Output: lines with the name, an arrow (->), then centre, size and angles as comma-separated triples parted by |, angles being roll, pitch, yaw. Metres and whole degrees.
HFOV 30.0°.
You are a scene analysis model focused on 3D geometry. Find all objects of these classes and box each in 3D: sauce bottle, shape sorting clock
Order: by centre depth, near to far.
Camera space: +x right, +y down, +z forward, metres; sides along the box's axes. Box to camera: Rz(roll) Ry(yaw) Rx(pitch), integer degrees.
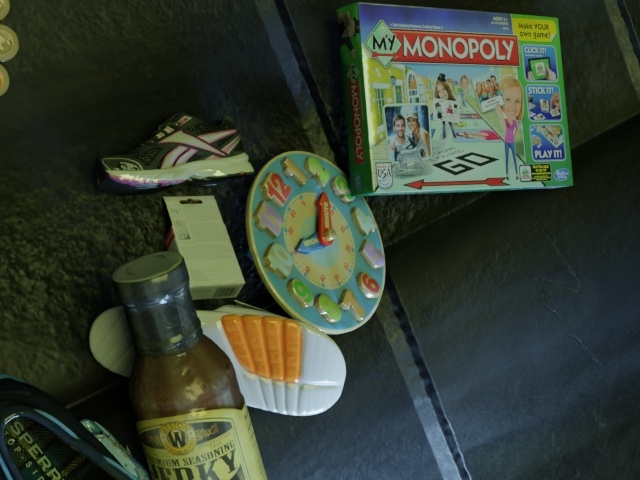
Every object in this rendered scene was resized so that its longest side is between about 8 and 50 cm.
sauce bottle -> -0.123, 0.180, 1.157 | 0.111, 0.111, 0.344 | -26, 112, -29
shape sorting clock -> 0.000, 0.000, 1.292 | 0.206, 0.040, 0.206 | 21, 57, -36

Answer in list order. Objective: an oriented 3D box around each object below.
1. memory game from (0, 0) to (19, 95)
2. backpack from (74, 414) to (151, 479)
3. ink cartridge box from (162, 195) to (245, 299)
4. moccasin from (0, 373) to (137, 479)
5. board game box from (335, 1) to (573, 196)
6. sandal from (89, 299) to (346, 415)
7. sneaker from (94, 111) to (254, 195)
memory game -> -0.376, -0.195, 1.132 | 0.186, 0.012, 0.186 | 3, 85, -30
backpack -> -0.220, 0.238, 1.149 | 0.114, 0.084, 0.105 | 46, 70, -24
ink cartridge box -> -0.126, 0.007, 1.244 | 0.062, 0.029, 0.115 | -2, 55, -30
moccasin -> -0.195, 0.269, 1.049 | 0.138, 0.117, 0.342 | -47, 109, -15
board game box -> 0.165, -0.163, 1.410 | 0.317, 0.046, 0.214 | -4, 89, -35
sandal -> -0.102, 0.105, 1.233 | 0.265, 0.076, 0.102 | 13, 104, -9
sneaker -> -0.155, -0.092, 1.228 | 0.178, 0.072, 0.077 | -9, 86, -42
